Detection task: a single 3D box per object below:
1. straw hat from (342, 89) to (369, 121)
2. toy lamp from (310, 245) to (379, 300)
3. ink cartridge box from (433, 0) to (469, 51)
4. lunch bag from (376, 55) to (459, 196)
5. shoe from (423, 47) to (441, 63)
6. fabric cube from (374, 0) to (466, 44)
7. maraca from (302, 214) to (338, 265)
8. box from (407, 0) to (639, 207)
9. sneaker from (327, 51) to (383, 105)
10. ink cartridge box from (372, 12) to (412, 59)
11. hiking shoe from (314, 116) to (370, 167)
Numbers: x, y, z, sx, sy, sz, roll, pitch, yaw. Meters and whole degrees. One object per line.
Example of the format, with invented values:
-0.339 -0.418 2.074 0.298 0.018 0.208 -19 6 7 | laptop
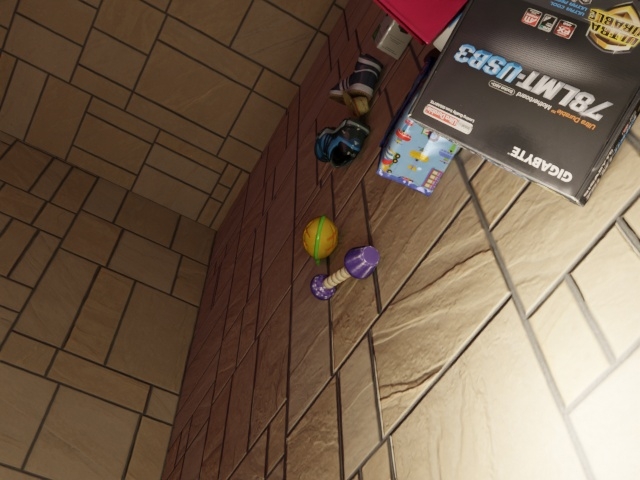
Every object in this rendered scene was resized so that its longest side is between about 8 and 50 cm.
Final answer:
0.128 -0.439 2.288 0.061 0.145 0.144 -25 19 -2 | straw hat
0.058 0.076 1.696 0.274 0.080 0.080 -36 32 58 | toy lamp
0.351 -0.503 1.557 0.191 0.082 0.139 -53 8 -31 | ink cartridge box
0.227 -0.276 1.580 0.293 0.138 0.221 -87 22 -59 | lunch bag
0.314 -0.421 1.699 0.076 0.058 0.219 -41 24 9 | shoe
0.225 -0.611 1.534 0.258 0.254 0.259 -47 7 15 | fabric cube
0.000 0.000 1.981 0.186 0.099 0.127 87 -163 -69 | maraca
0.321 -0.244 1.020 0.293 0.295 0.073 -60 -28 8 | box
0.123 -0.555 2.419 0.282 0.099 0.153 14 83 67 | sneaker
0.260 -0.703 2.233 0.208 0.086 0.153 -56 18 24 | ink cartridge box
0.044 -0.294 2.249 0.304 0.113 0.132 -25 41 66 | hiking shoe
